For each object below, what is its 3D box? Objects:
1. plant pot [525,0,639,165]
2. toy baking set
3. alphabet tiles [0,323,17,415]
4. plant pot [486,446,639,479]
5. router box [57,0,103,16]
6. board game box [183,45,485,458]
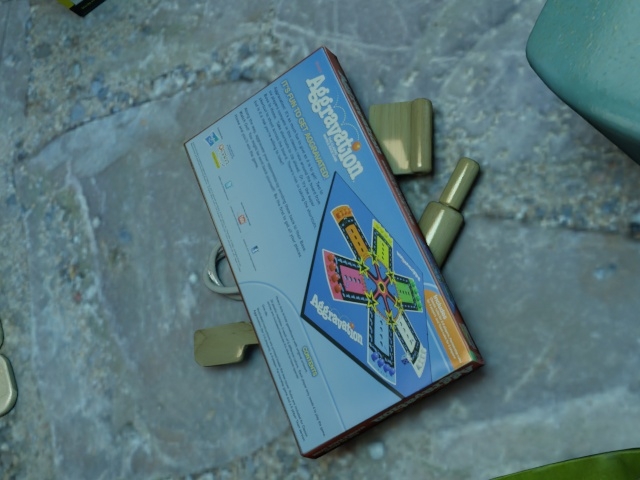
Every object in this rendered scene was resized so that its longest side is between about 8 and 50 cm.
[{"bbox_3d":[0.275,-0.119,0.633,0.252,0.247,0.247,25,89,48],"label":"plant pot"},{"bbox_3d":[0.006,0.001,0.849,0.197,0.030,0.256,21,86,32],"label":"toy baking set"},{"bbox_3d":[-0.408,0.133,1.023,0.278,0.021,0.284,-28,66,18],"label":"alphabet tiles"},{"bbox_3d":[0.069,0.333,0.573,0.367,0.366,0.352,-22,80,20],"label":"plant pot"},{"bbox_3d":[-0.189,-0.287,0.960,0.179,0.133,0.046,-32,64,16],"label":"router box"},{"bbox_3d":[0.000,0.003,0.816,0.145,0.027,0.281,-33,62,19],"label":"board game box"}]
